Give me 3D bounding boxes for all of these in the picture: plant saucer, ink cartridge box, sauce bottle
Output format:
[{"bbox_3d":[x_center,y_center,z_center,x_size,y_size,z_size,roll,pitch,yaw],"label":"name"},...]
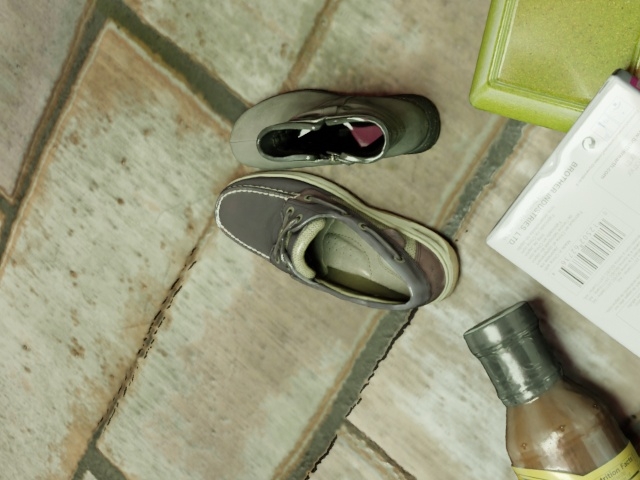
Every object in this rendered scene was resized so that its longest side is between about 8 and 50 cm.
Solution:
[{"bbox_3d":[0.229,-0.186,0.902,0.188,0.045,0.188,20,110,26],"label":"plant saucer"},{"bbox_3d":[0.321,0.019,0.861,0.311,0.065,0.185,38,118,8],"label":"ink cartridge box"},{"bbox_3d":[0.245,0.222,0.944,0.111,0.111,0.344,-33,82,31],"label":"sauce bottle"}]

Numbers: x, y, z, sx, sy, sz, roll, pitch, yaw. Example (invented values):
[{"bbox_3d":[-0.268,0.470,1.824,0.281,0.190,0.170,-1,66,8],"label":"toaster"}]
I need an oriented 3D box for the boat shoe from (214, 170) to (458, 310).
[{"bbox_3d":[0.000,0.000,1.048,0.285,0.092,0.102,23,111,25],"label":"boat shoe"}]

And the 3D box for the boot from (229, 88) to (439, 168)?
[{"bbox_3d":[-0.018,-0.107,0.995,0.247,0.161,0.083,-2,99,31],"label":"boot"}]
